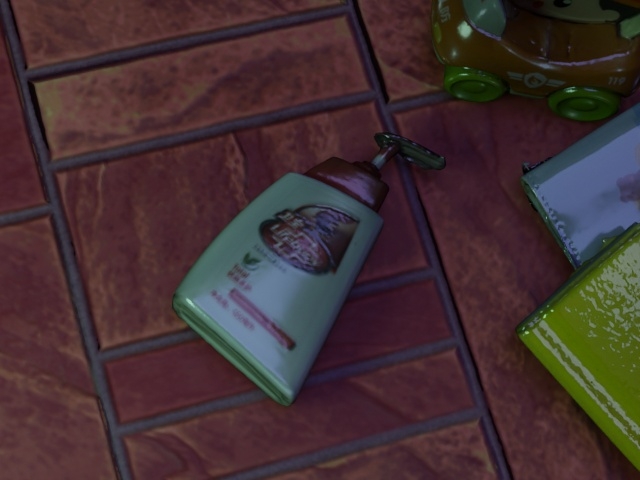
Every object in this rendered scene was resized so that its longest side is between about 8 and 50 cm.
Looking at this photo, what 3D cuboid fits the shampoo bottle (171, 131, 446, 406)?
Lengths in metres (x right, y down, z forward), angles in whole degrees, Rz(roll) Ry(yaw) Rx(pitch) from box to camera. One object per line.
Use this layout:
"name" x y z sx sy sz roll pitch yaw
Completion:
"shampoo bottle" 0.000 0.000 1.381 0.153 0.071 0.284 39 73 4

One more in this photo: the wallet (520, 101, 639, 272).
"wallet" 0.326 -0.052 1.447 0.231 0.069 0.170 -31 89 -5

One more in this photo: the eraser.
"eraser" 0.307 0.110 1.364 0.158 0.069 0.226 -42 85 7

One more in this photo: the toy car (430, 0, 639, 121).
"toy car" 0.226 -0.229 1.411 0.235 0.235 0.145 9 71 -5
